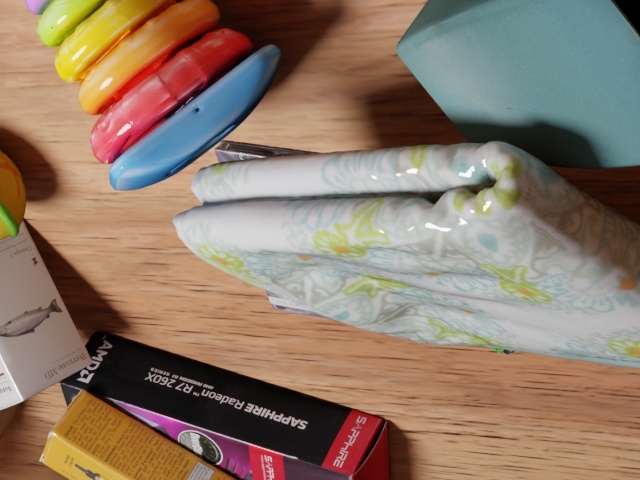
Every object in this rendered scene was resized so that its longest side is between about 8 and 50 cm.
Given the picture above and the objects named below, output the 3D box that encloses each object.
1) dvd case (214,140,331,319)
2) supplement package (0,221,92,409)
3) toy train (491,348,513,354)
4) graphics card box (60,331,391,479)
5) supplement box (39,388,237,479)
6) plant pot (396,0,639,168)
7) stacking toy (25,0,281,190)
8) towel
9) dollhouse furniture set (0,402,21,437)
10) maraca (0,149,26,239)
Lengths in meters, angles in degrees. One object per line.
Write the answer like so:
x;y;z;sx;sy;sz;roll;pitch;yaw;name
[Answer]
0.000;0.000;1.568;0.164;0.018;0.221;9;139;27;dvd case
-0.348;0.085;1.787;0.105;0.105;0.179;-23;95;47;supplement package
0.188;0.087;1.542;0.023;0.017;0.083;26;145;-13;toy train
-0.103;0.252;1.877;0.370;0.094;0.233;17;141;20;graphics card box
-0.188;0.261;1.807;0.233;0.080;0.078;29;141;0;supplement box
0.180;-0.154;1.146;0.234;0.166;0.165;-9;130;52;plant pot
-0.184;-0.198;1.365;0.302;0.175;0.166;51;174;-2;stacking toy
0.108;0.019;1.327;0.374;0.090;0.320;-2;161;46;towel
-0.504;0.253;1.903;0.362;0.394;0.256;27;144;4;dollhouse furniture set
-0.366;-0.056;1.697;0.127;0.099;0.185;55;164;-26;maraca
